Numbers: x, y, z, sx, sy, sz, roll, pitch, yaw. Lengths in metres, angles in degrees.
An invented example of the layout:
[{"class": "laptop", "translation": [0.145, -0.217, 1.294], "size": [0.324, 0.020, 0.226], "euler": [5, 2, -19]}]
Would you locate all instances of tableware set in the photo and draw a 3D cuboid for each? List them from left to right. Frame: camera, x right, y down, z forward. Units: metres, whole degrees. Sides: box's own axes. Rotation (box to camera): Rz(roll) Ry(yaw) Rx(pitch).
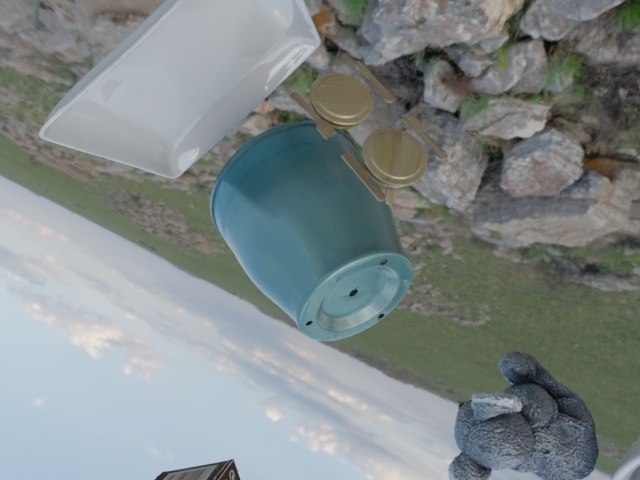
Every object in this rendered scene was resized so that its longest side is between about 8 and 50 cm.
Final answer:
[{"class": "tableware set", "translation": [0.060, -0.142, 0.670], "size": [0.194, 0.128, 0.039], "euler": [51, 155, 12]}]

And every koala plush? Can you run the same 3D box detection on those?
[{"class": "koala plush", "translation": [0.300, 0.300, 0.803], "size": [0.221, 0.196, 0.203], "euler": [10, -165, -36]}]

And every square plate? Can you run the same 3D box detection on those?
[{"class": "square plate", "translation": [-0.164, -0.234, 0.699], "size": [0.049, 0.344, 0.347], "euler": [50, -174, 7]}]

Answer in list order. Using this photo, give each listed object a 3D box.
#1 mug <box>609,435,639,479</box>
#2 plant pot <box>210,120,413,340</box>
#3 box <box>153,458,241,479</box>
[{"class": "mug", "translation": [0.598, 0.431, 0.788], "size": [0.328, 0.374, 0.276], "euler": [-4, -138, -48]}, {"class": "plant pot", "translation": [0.000, 0.000, 0.774], "size": [0.272, 0.272, 0.255], "euler": [39, -166, -50]}, {"class": "box", "translation": [-0.225, 0.671, 1.043], "size": [0.191, 0.381, 0.143], "euler": [-18, -175, 16]}]
